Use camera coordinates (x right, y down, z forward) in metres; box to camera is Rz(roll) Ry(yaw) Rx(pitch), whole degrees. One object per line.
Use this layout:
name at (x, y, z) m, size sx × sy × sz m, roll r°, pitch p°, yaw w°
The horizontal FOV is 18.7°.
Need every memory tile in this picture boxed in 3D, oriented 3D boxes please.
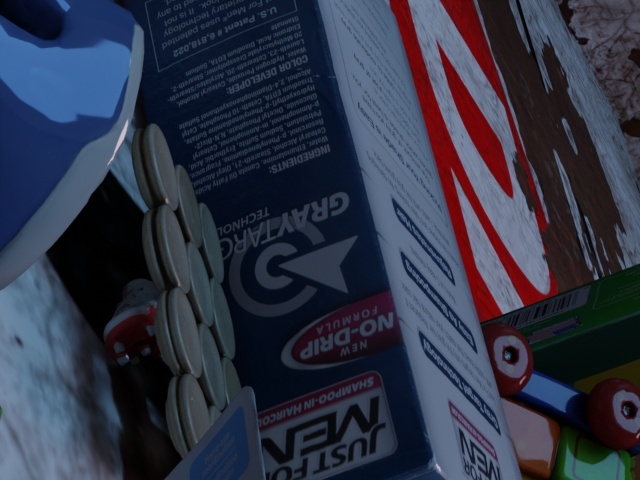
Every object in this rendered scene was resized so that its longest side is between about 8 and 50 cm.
memory tile at (-0.051, 0.036, 0.796) m, size 0.113 × 0.012 × 0.148 m, roll 62°, pitch 16°, yaw -64°

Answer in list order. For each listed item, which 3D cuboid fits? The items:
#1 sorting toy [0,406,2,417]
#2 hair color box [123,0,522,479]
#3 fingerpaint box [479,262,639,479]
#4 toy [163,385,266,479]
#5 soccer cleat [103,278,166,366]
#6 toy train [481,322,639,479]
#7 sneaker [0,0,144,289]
sorting toy at (-0.121, 0.023, 0.578) m, size 0.012 × 0.062 × 0.083 m, roll -28°, pitch 98°, yaw -35°
hair color box at (0.000, 0.000, 0.962) m, size 0.174 × 0.105 × 0.347 m, roll 47°, pitch 25°, yaw -56°
fingerpaint box at (0.333, 0.173, 1.259) m, size 0.163 × 0.445 × 0.371 m, roll -48°, pitch 117°, yaw -73°
toy at (-0.059, 0.165, 0.525) m, size 0.056 × 0.137 × 0.237 m, roll 16°, pitch 42°, yaw -29°
soccer cleat at (-0.074, 0.032, 0.804) m, size 0.035 × 0.029 × 0.083 m, roll 63°, pitch 9°, yaw 12°
toy train at (0.067, 0.122, 1.095) m, size 0.248 × 0.105 × 0.143 m, roll 25°, pitch 58°, yaw -24°
sneaker at (-0.159, -0.143, 0.427) m, size 0.182 × 0.127 × 0.315 m, roll 37°, pitch 20°, yaw -55°
